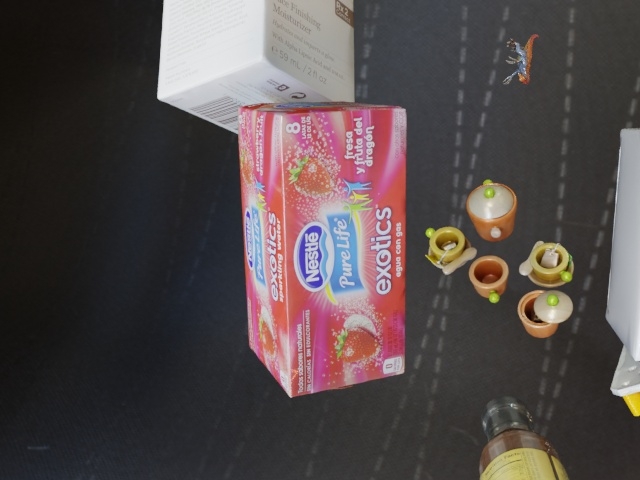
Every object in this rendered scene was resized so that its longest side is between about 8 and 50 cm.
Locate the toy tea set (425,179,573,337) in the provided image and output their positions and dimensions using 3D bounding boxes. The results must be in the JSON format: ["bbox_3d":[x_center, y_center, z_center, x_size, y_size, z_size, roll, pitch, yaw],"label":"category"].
[{"bbox_3d":[0.348,0.022,1.327,0.200,0.336,0.124,-39,142,-10],"label":"toy tea set"}]

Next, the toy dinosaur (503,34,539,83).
[{"bbox_3d":[0.339,-0.300,1.192,0.047,0.090,0.082,37,26,-60],"label":"toy dinosaur"}]

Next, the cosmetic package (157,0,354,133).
[{"bbox_3d":[-0.066,-0.228,0.769,0.151,0.151,0.184,16,70,-51],"label":"cosmetic package"}]

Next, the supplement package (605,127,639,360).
[{"bbox_3d":[0.442,-0.003,0.859,0.204,0.145,0.262,-34,125,-75],"label":"supplement package"}]

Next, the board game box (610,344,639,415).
[{"bbox_3d":[0.635,0.091,1.014,0.390,0.390,0.050,-32,93,-55],"label":"board game box"}]

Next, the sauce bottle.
[{"bbox_3d":[0.255,0.310,0.879,0.344,0.111,0.111,-69,157,-71],"label":"sauce bottle"}]

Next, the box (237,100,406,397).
[{"bbox_3d":[0.000,0.000,0.680,0.122,0.128,0.257,-7,106,-22],"label":"box"}]
